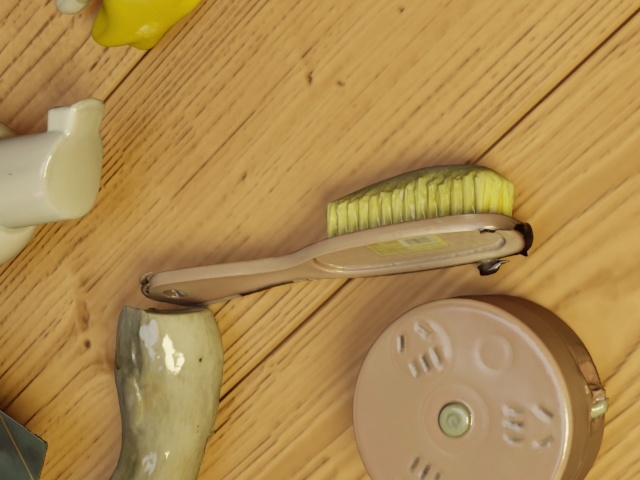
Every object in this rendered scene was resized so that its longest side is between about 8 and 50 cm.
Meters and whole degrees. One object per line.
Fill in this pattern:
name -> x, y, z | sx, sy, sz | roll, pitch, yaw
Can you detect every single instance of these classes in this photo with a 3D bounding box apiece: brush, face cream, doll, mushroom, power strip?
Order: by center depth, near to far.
power strip -> 0.102, 0.109, 0.794 | 0.154, 0.078, 0.154 | 0, 90, 31
brush -> 0.001, -0.001, 0.869 | 0.313, 0.072, 0.067 | -12, 62, 33
mushroom -> -0.128, 0.154, 0.930 | 0.092, 0.081, 0.223 | 13, 100, 11
doll -> -0.155, -0.203, 0.952 | 0.135, 0.071, 0.113 | -14, 75, 34
face cream -> -0.316, -0.032, 0.997 | 0.370, 0.145, 0.145 | -7, 87, 31

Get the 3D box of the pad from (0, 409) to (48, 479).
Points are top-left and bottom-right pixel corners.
pad -> -0.331, 0.149, 1.022 | 0.243, 0.004, 0.163 | 32, 130, 12
